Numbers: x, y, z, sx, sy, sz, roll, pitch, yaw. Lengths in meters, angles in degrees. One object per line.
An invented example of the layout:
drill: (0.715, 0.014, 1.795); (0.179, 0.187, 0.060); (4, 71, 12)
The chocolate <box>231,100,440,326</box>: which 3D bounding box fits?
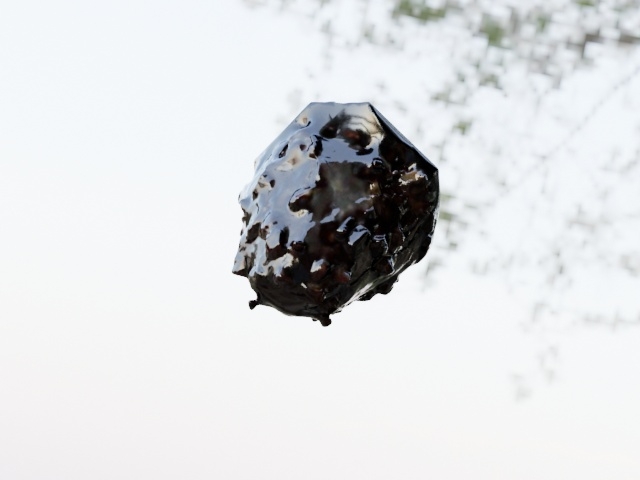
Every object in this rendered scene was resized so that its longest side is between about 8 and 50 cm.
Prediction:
chocolate: (0.000, 0.000, 1.322); (0.156, 0.156, 0.133); (10, 30, 14)
